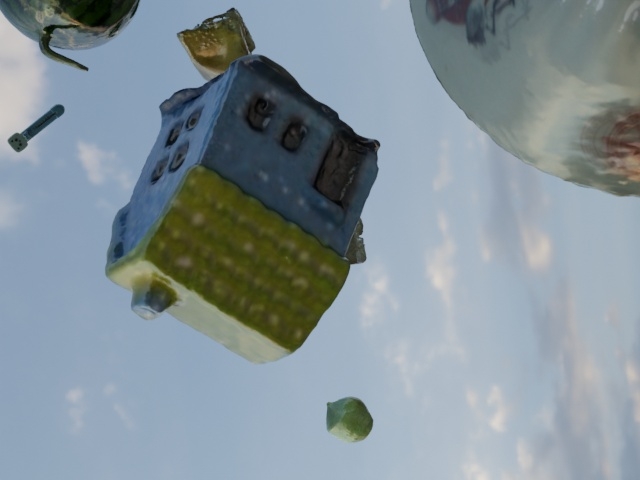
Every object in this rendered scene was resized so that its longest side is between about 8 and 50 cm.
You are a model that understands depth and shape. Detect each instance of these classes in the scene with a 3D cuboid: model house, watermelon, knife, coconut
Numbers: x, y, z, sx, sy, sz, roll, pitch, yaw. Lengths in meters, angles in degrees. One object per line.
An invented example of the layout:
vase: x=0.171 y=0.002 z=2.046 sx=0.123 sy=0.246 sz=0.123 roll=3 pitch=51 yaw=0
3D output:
model house: x=-0.101 y=-0.017 z=1.229 sx=0.237 sy=0.215 sz=0.303 roll=34 pitch=-120 yaw=-25
watermelon: x=-0.307 y=-0.312 z=1.276 sx=0.188 sy=0.188 sz=0.214 roll=43 pitch=-120 yaw=-53
knife: x=-0.409 y=-0.165 z=1.538 sx=0.096 sy=0.010 sz=0.027 roll=-41 pitch=-64 yaw=-9
coconut: x=0.050 y=0.328 z=1.958 sx=0.096 sy=0.088 sz=0.088 roll=40 pitch=-143 yaw=-5

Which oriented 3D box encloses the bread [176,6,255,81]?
bread: x=-0.151 y=-0.283 z=1.599 sx=0.156 sy=0.103 sz=0.110 roll=-58 pitch=-50 yaw=-75

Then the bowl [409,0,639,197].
bowl: x=0.223 y=-0.207 z=0.673 sx=0.157 sy=0.337 sz=0.337 roll=75 pitch=-164 yaw=-74

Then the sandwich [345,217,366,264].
sandwich: x=0.000 y=0.000 z=1.930 sx=0.258 sy=0.096 sz=0.094 roll=-2 pitch=-90 yaw=-36
